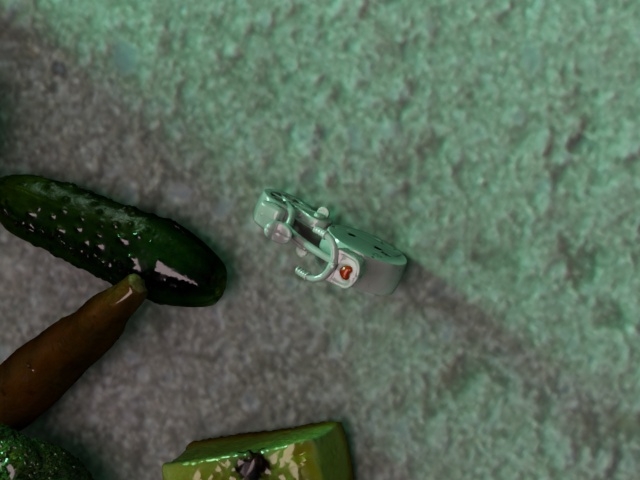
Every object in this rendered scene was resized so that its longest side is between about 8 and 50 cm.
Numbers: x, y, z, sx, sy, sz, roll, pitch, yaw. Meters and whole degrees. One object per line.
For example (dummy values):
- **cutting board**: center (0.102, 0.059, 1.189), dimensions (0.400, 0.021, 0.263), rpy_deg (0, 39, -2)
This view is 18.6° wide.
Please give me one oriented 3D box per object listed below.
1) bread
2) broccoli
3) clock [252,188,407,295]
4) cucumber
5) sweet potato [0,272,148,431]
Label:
- **bread**: center (-0.018, 0.327, 1.503), dimensions (0.138, 0.077, 0.361), rpy_deg (-11, 93, 23)
- **broccoli**: center (-0.240, 0.227, 1.553), dimensions (0.146, 0.138, 0.162), rpy_deg (49, 142, 16)
- **clock**: center (0.000, 0.000, 1.453), dimensions (0.129, 0.087, 0.041), rpy_deg (30, 107, 23)
- **cucumber**: center (-0.173, -0.005, 1.529), dimensions (0.227, 0.069, 0.069), rpy_deg (22, 104, 21)
- **sweet potato**: center (-0.214, 0.097, 1.549), dimensions (0.264, 0.057, 0.057), rpy_deg (-41, 82, 34)
